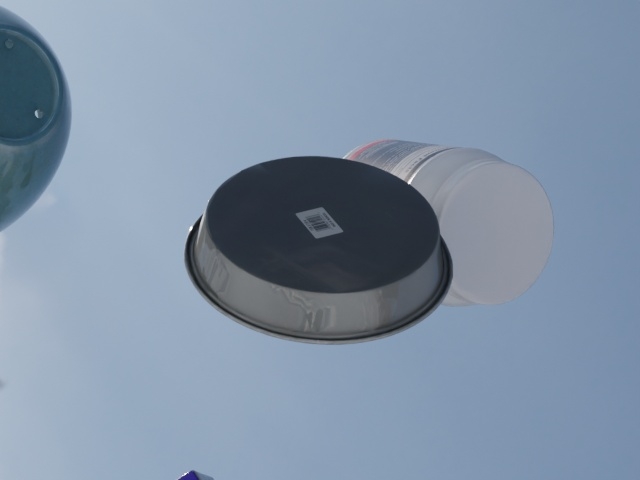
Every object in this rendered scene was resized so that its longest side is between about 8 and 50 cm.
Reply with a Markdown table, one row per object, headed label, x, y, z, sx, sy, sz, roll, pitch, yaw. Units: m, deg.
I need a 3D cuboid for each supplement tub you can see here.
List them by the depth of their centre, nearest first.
| label | x | y | z | sx | sy | sz | roll | pitch | yaw |
| --- | --- | --- | --- | --- | --- | --- | --- | --- | --- |
| supplement tub | 0.138 | -0.023 | 2.042 | 0.272 | 0.191 | 0.191 | 14 | -43 | 60 |

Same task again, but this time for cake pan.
| label | x | y | z | sx | sy | sz | roll | pitch | yaw |
| --- | --- | --- | --- | --- | --- | --- | --- | --- | --- |
| cake pan | 0.000 | 0.000 | 1.801 | 0.293 | 0.293 | 0.054 | 29 | -47 | 29 |

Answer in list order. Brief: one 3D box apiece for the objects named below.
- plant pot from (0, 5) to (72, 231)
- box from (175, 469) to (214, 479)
| label | x | y | z | sx | sy | sz | roll | pitch | yaw |
| --- | --- | --- | --- | --- | --- | --- | --- | --- | --- |
| plant pot | -0.385 | -0.147 | 1.821 | 0.195 | 0.290 | 0.290 | -15 | -67 | 50 |
| box | -0.177 | 0.339 | 1.970 | 0.072 | 0.137 | 0.126 | 56 | -1 | 14 |
